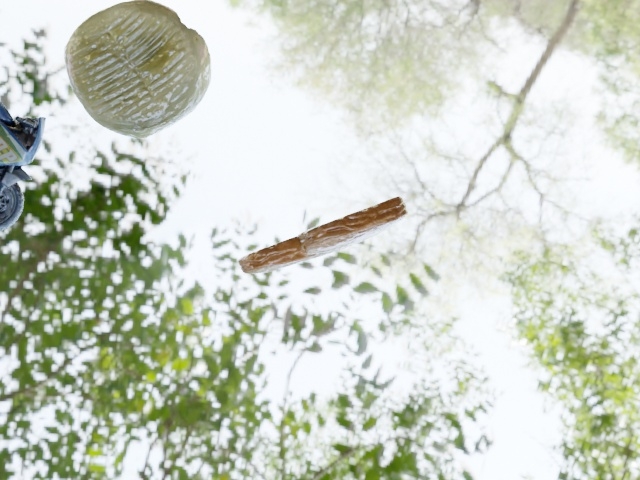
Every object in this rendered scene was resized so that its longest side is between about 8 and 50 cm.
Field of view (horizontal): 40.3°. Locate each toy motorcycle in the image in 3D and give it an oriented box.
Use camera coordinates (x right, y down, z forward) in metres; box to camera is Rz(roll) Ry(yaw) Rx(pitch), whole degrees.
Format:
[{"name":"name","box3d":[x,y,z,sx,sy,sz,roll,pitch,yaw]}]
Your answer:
[{"name":"toy motorcycle","box3d":[-0.377,-0.135,0.906,0.135,0.254,0.092,-45,-153,-22]}]

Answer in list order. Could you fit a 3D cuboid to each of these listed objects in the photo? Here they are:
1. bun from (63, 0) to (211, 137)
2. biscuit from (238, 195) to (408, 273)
[{"name":"bun","box3d":[-0.242,-0.241,1.202,0.193,0.178,0.128,-31,-174,11]},{"name":"biscuit","box3d":[0.000,0.001,1.052,0.186,0.036,0.192,-19,178,-18]}]
